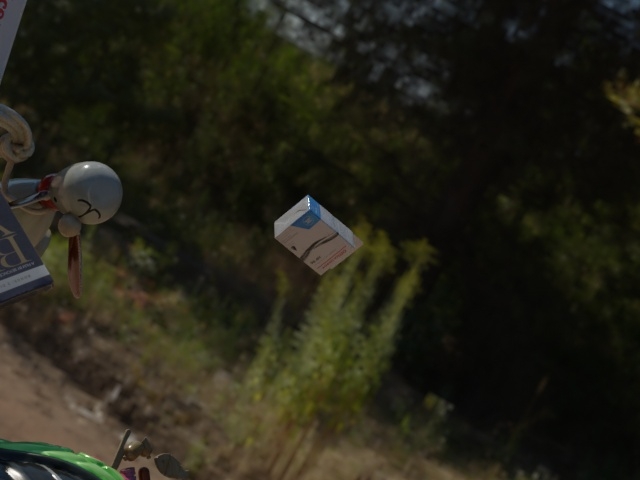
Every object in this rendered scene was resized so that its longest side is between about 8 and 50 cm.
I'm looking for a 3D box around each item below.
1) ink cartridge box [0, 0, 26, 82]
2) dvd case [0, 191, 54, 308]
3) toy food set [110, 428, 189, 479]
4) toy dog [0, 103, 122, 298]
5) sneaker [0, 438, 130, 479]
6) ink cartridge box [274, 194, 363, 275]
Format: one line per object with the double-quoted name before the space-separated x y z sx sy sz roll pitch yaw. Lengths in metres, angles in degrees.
"ink cartridge box" -0.495 -0.293 1.756 0.278 0.201 0.117 19 -4 -28
"dvd case" -0.378 -0.015 1.428 0.221 0.165 0.018 56 -31 20
"toy food set" -0.219 0.291 1.868 0.019 0.078 0.122 -9 -43 38
"toy dog" -0.374 -0.007 1.784 0.220 0.161 0.334 29 -25 -10
"sneaker" -0.397 0.255 1.349 0.483 0.185 0.202 4 18 15
"ink cartridge box" 0.000 0.000 1.473 0.083 0.048 0.028 39 25 -28
